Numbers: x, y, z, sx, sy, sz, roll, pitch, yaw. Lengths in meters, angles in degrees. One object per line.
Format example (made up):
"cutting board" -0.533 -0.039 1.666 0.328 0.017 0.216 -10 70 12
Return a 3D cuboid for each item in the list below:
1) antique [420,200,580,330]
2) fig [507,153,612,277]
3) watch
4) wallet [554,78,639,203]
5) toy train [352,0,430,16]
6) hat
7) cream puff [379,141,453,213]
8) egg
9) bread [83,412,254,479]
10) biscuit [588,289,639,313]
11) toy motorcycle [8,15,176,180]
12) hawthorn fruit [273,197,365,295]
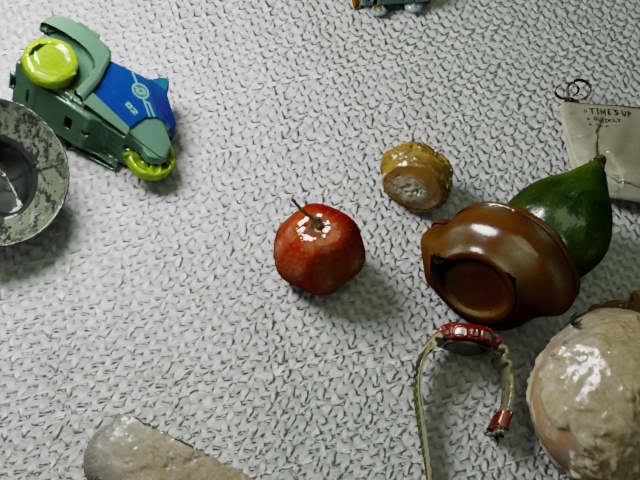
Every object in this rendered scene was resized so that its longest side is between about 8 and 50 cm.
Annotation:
"antique" 0.288 0.049 1.480 0.278 0.223 0.129 18 41 36
"fig" 0.427 -0.046 1.560 0.195 0.195 0.245 27 103 9
"watch" 0.234 0.266 1.440 0.165 0.102 0.268 1 68 -8
"wallet" 0.631 -0.182 1.755 0.335 0.068 0.274 9 57 -4
"toy train" 0.153 -0.555 1.903 0.219 0.089 0.127 -8 51 -10
"hat" -0.557 -0.101 1.527 0.266 0.128 0.265 3 74 -10
"cream puff" 0.178 -0.123 1.633 0.144 0.126 0.103 23 44 -3
"egg" 0.455 0.245 1.379 0.279 0.279 0.310 26 48 8
"bread" -0.205 0.399 1.297 0.337 0.102 0.183 26 64 6
"biscuit" 0.571 0.154 1.575 0.184 0.027 0.133 -17 64 -14
"toy motorcycle" -0.388 -0.252 1.619 0.326 0.191 0.200 31 56 -6
"hawthorn fruit" 0.000 0.000 1.491 0.163 0.203 0.162 3 63 -5
